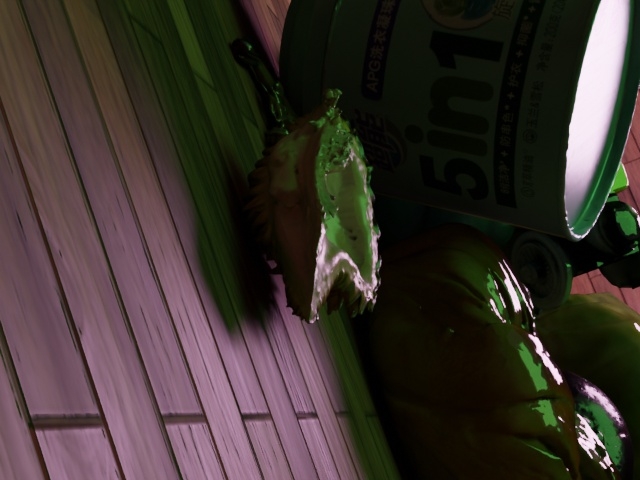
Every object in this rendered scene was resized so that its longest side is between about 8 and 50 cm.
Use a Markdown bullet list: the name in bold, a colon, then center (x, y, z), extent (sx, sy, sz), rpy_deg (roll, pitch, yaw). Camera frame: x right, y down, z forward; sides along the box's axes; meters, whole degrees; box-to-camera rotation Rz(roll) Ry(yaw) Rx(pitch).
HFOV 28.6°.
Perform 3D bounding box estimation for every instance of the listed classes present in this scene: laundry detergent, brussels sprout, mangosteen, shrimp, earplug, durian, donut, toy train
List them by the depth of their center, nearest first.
- **durian**: center (-0.012, -0.004, 0.814), extent (0.224, 0.078, 0.140), rpy_deg (-71, 152, -62)
- **shrimp**: center (-0.039, -0.114, 1.058), extent (0.124, 0.034, 0.178), rpy_deg (63, 7, -15)
- **donut**: center (0.163, 0.158, 1.188), extent (0.360, 0.170, 0.360), rpy_deg (-24, 90, -81)
- **laundry detergent**: center (0.134, -0.169, 1.217), extent (0.287, 0.305, 0.287), rpy_deg (14, 90, -68)
- **earplug**: center (0.103, -0.086, 1.463), extent (0.164, 0.280, 0.257), rpy_deg (-41, 148, -50)
- **mangosteen**: center (0.284, 0.278, 1.582), extent (0.216, 0.216, 0.216), rpy_deg (-22, 90, -82)
- **toy train**: center (0.235, -0.027, 1.612), extent (0.442, 0.179, 0.272), rpy_deg (-29, -102, 61)
- **brussels sprout**: center (0.422, 0.296, 1.836), extent (0.361, 0.342, 0.425), rpy_deg (62, 5, 34)
